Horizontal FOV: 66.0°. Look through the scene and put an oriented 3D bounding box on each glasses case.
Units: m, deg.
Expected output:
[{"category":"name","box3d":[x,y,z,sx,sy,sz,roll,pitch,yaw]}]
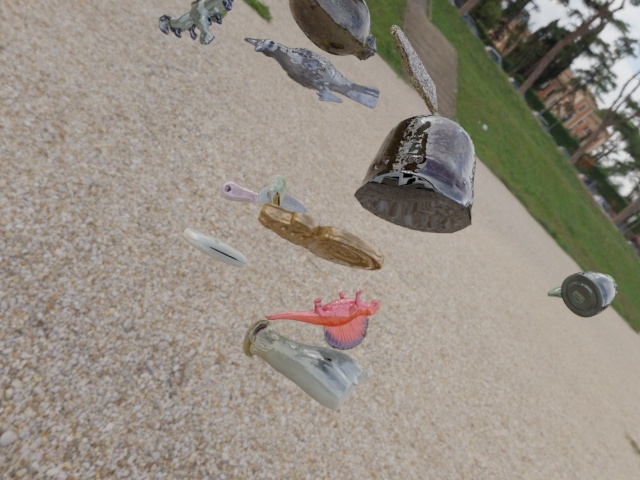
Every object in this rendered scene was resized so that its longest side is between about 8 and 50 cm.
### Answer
[{"category":"glasses case","box3d":[-0.276,0.021,1.307,0.081,0.051,0.204,31,-1,42]}]

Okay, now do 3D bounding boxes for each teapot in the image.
[{"category":"teapot","box3d":[0.554,0.098,1.026,0.091,0.092,0.124,-12,28,-25]}]

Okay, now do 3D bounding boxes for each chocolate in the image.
[{"category":"chocolate","box3d":[0.337,-0.233,1.579,0.384,0.384,0.331,30,73,-37]}]

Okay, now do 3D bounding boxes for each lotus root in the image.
[{"category":"lotus root","box3d":[0.024,-0.416,0.915,0.209,0.120,0.120,39,24,-14]}]

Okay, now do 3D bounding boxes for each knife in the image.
[{"category":"knife","box3d":[-0.211,-0.165,1.883,0.336,0.081,0.043,12,-10,-11]}]

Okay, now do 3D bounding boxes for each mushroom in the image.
[{"category":"mushroom","box3d":[-0.047,0.318,1.298,0.329,0.122,0.159,26,10,15]}]

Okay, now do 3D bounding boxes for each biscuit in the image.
[{"category":"biscuit","box3d":[0.257,-0.460,1.328,0.237,0.026,0.131,43,38,-38]},{"category":"biscuit","box3d":[0.000,0.001,1.057,0.289,0.044,0.202,24,-14,-14]}]

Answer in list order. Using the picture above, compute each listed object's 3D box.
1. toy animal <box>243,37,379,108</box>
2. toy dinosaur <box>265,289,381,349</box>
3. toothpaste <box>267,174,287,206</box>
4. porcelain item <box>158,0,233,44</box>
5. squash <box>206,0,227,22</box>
[{"category":"toy animal","box3d":[0.003,-0.376,1.131,0.367,0.081,0.206,18,25,-20]},{"category":"toy dinosaur","box3d":[0.019,0.212,1.222,0.070,0.286,0.139,-158,-126,-83]},{"category":"toothpaste","box3d":[-0.120,-0.128,1.310,0.058,0.056,0.314,40,13,-13]},{"category":"porcelain item","box3d":[-0.166,-0.308,0.696,0.021,0.136,0.075,26,48,-66]},{"category":"squash","box3d":[-0.238,-0.629,1.177,0.077,0.219,0.068,-5,53,-23]}]
